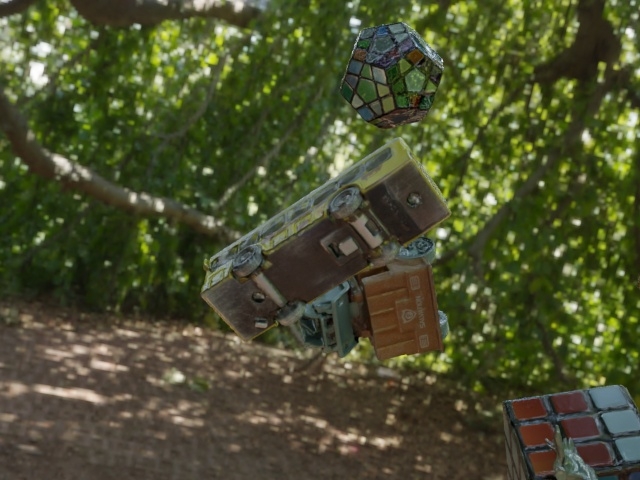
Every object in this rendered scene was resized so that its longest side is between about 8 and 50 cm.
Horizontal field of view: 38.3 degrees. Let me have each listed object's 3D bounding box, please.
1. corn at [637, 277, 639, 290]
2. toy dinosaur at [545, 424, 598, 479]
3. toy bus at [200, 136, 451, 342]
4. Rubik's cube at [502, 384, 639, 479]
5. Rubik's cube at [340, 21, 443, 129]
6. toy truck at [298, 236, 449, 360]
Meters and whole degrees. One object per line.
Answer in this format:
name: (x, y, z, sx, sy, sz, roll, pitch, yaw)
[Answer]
corn: (0.486, 0.121, 1.011, 0.310, 0.101, 0.101, 45, 20, 27)
toy dinosaur: (0.281, 0.265, 0.991, 0.039, 0.209, 0.082, -22, 29, 11)
toy bus: (0.000, 0.000, 0.820, 0.081, 0.226, 0.074, 48, 18, -27)
Rubik's cube: (0.320, 0.292, 1.132, 0.160, 0.162, 0.163, -9, 25, 2)
Rubik's cube: (0.086, -0.199, 1.116, 0.133, 0.112, 0.133, -7, -8, -1)
toy truck: (0.038, 0.030, 1.217, 0.184, 0.133, 0.338, -15, 26, -6)
